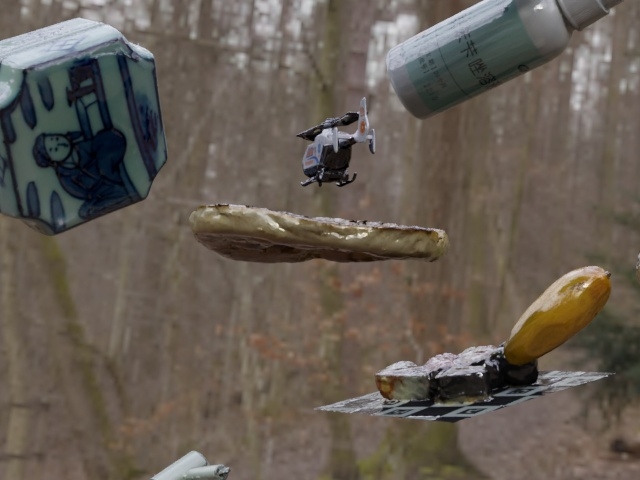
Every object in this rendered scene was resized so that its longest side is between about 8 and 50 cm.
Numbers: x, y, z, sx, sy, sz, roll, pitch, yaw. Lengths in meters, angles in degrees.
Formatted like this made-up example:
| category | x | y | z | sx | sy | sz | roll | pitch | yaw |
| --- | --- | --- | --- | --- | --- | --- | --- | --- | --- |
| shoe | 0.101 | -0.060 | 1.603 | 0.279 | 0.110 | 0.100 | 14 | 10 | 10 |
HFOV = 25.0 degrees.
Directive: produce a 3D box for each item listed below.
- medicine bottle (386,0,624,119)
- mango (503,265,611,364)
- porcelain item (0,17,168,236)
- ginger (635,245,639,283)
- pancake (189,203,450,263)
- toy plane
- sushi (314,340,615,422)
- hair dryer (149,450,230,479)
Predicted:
| category | x | y | z | sx | sy | sz | roll | pitch | yaw |
| --- | --- | --- | --- | --- | --- | --- | --- | --- | --- |
| medicine bottle | 0.258 | -0.274 | 1.875 | 0.352 | 0.110 | 0.110 | -24 | -25 | 25 |
| mango | 0.321 | 0.103 | 1.971 | 0.190 | 0.075 | 0.098 | -40 | -16 | 16 |
| porcelain item | -0.375 | -0.169 | 2.139 | 0.286 | 0.281 | 0.157 | -23 | 30 | -33 |
| ginger | 0.519 | 0.009 | 1.964 | 0.204 | 0.104 | 0.080 | -29 | 8 | -15 |
| pancake | 0.000 | -0.002 | 1.939 | 0.356 | 0.065 | 0.356 | 3 | -3 | 0 |
| toy plane | 0.017 | -0.108 | 1.690 | 0.053 | 0.078 | 0.197 | 1 | -9 | -20 |
| sushi | 0.204 | 0.189 | 2.116 | 0.320 | 0.068 | 0.339 | -10 | 3 | -34 |
| hair dryer | -0.127 | 0.248 | 1.504 | 0.063 | 0.038 | 0.124 | -30 | 7 | -32 |
